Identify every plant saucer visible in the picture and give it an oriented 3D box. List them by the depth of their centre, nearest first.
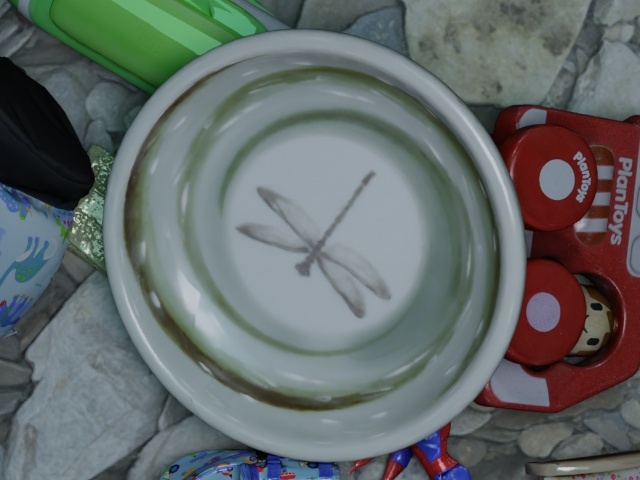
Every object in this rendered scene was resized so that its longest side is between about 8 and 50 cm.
[{"bbox_3d":[0.000,0.000,1.717,0.401,0.100,0.400,5,105,17],"label":"plant saucer"}]

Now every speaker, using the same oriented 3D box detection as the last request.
[{"bbox_3d":[-0.151,-0.206,1.793,0.297,0.131,0.131,31,84,-3],"label":"speaker"}]

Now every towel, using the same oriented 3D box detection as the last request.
[{"bbox_3d":[-0.191,-0.015,1.824,0.148,0.027,0.110,37,83,-2],"label":"towel"}]

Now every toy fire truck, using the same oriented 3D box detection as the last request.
[{"bbox_3d":[0.244,0.017,1.807,0.254,0.169,0.302,7,86,-23],"label":"toy fire truck"}]

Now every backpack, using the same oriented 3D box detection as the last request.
[{"bbox_3d":[-0.387,0.007,1.680,0.356,0.290,0.273,-33,67,6],"label":"backpack"},{"bbox_3d":[-0.070,0.270,1.764,0.173,0.117,0.158,3,86,-10],"label":"backpack"}]

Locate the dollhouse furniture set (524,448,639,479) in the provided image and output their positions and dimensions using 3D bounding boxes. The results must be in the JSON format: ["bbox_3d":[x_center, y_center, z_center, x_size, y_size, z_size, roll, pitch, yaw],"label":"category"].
[{"bbox_3d":[0.320,0.241,1.727,0.356,0.174,0.303,-5,89,-24],"label":"dollhouse furniture set"}]

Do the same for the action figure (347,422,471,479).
[{"bbox_3d":[0.101,0.256,1.796,0.139,0.091,0.280,-27,89,-19],"label":"action figure"}]
